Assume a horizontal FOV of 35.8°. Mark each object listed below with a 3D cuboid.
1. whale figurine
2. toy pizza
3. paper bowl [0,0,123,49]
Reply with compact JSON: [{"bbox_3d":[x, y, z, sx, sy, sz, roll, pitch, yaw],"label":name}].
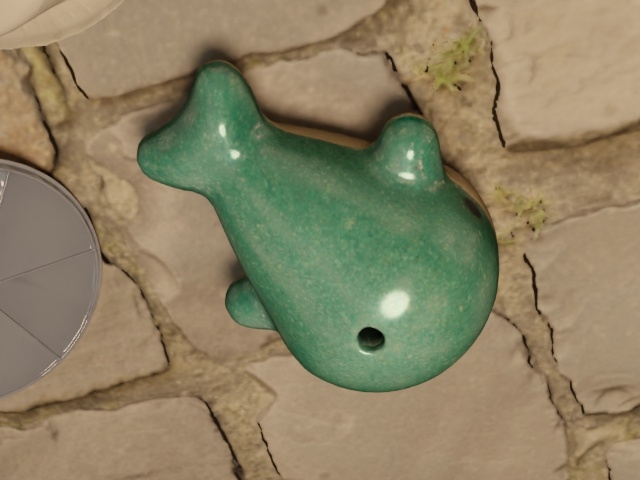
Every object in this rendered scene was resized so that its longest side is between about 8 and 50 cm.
[{"bbox_3d":[0.000,0.000,0.684,0.272,0.141,0.216,38,118,-18],"label":"whale figurine"},{"bbox_3d":[-0.264,0.032,0.744,0.201,0.032,0.201,-14,116,-29],"label":"toy pizza"},{"bbox_3d":[-0.216,-0.214,0.509,0.284,0.148,0.284,6,146,4],"label":"paper bowl"}]
